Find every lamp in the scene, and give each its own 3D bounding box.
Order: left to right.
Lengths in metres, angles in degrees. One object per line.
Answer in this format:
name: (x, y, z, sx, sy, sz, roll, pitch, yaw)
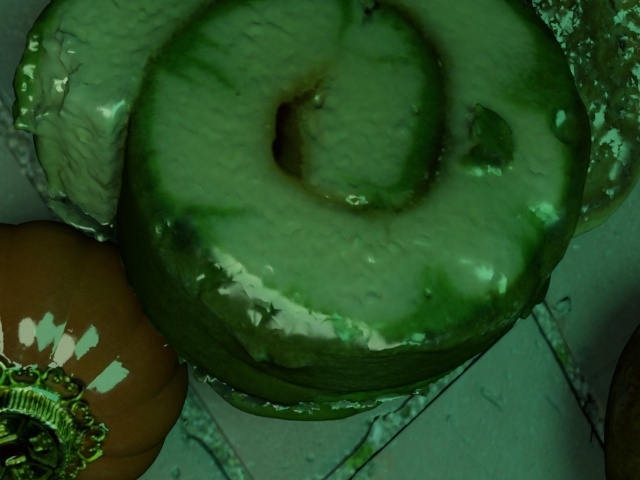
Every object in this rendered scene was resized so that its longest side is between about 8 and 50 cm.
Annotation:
lamp: (-0.204, 0.090, 1.133, 0.223, 0.196, 0.223, 0, 120, -1)

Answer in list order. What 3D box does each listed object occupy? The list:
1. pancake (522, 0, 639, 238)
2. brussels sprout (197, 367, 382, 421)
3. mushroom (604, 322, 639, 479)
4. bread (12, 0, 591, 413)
pancake: (0.193, -0.161, 1.437, 0.356, 0.065, 0.356, -6, 100, -35)
brussels sprout: (0.000, 0.000, 1.245, 0.219, 0.210, 0.271, 2, 97, -10)
mushroom: (0.404, 0.201, 1.537, 0.345, 0.239, 0.345, 2, 83, -14)
bread: (-0.016, -0.069, 1.079, 0.382, 0.129, 0.366, 7, 58, -5)
